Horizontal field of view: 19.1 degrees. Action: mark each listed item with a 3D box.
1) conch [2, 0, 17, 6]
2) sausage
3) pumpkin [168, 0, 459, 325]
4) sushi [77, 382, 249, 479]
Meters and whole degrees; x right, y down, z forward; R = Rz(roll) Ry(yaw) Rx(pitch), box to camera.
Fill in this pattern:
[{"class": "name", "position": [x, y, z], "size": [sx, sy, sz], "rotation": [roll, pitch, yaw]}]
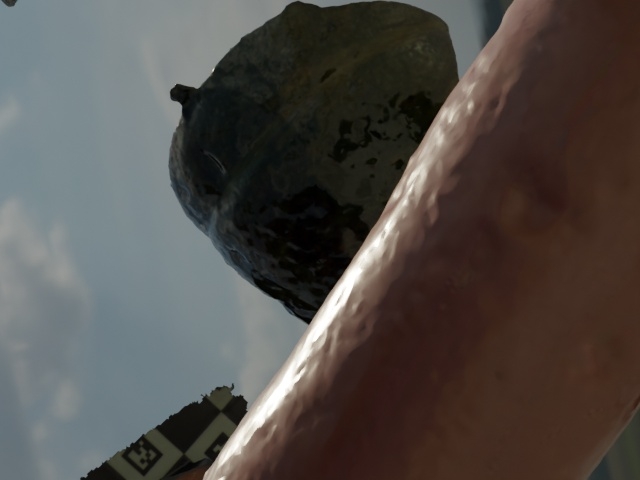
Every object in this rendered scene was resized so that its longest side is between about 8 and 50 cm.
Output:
[{"class": "conch", "position": [-0.360, -0.264, 1.677], "size": [0.178, 0.163, 0.245], "rotation": [30, 176, 42]}, {"class": "sausage", "position": [0.066, 0.018, 0.644], "size": [0.113, 0.259, 0.113], "rotation": [32, -170, -6]}, {"class": "pumpkin", "position": [0.001, 0.005, 1.090], "size": [0.111, 0.163, 0.278], "rotation": [-106, 11, -45]}, {"class": "sushi", "position": [-0.047, 0.248, 1.305], "size": [0.279, 0.192, 0.043], "rotation": [57, 155, 4]}]
